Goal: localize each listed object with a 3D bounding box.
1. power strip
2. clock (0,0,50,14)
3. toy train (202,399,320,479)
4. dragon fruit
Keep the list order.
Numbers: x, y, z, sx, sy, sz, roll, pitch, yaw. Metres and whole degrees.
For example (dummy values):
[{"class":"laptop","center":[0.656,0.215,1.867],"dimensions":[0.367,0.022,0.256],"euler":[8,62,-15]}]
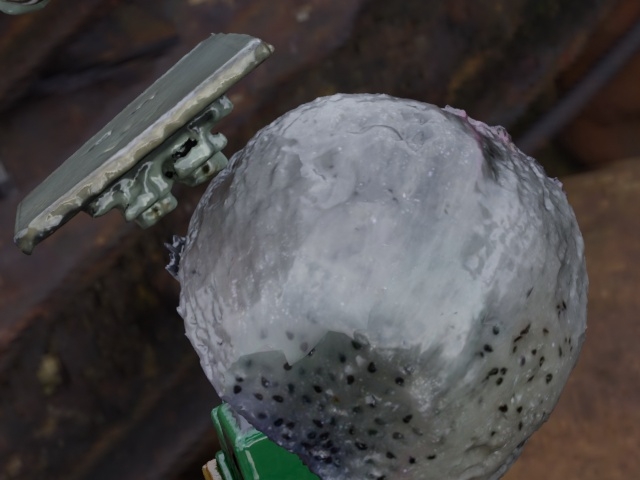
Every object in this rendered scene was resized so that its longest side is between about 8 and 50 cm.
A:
[{"class":"power strip","center":[-0.107,-0.054,1.241],"dimensions":[0.198,0.064,0.213],"euler":[-39,12,-2]},{"class":"clock","center":[-0.286,-0.272,1.417],"dimensions":[0.146,0.243,0.199],"euler":[-61,11,-13]},{"class":"toy train","center":[-0.017,0.230,1.812],"dimensions":[0.178,0.249,0.429],"euler":[-20,16,-8]},{"class":"dragon fruit","center":[0.059,0.038,1.258],"dimensions":[0.204,0.283,0.221],"euler":[-47,13,23]}]
